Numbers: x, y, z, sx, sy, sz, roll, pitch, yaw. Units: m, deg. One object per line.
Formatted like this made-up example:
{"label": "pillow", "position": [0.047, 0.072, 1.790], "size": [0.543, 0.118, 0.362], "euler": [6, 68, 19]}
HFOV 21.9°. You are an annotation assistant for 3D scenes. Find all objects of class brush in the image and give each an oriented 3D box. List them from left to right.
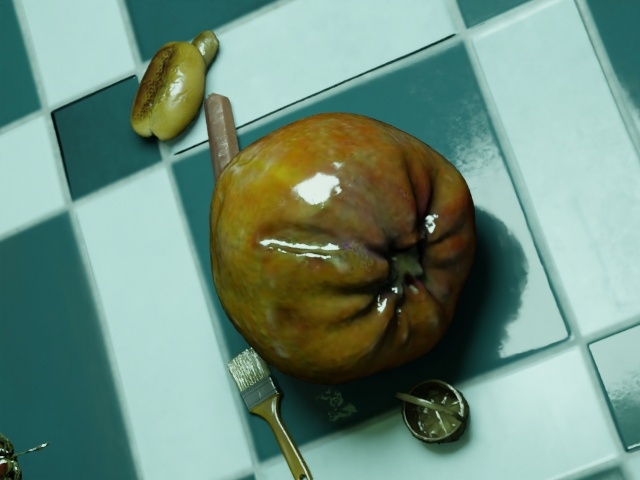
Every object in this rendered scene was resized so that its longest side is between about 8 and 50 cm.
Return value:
{"label": "brush", "position": [-0.049, 0.192, 1.764], "size": [0.043, 0.014, 0.170], "euler": [-33, 67, 11]}

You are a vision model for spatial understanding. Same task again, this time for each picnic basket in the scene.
{"label": "picnic basket", "position": [0.111, 0.171, 1.671], "size": [0.072, 0.083, 0.072], "euler": [-5, 73, 18]}

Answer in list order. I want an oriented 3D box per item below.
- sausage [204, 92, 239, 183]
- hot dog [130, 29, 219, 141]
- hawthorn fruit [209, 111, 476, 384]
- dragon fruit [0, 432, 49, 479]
{"label": "sausage", "position": [-0.108, -0.099, 1.856], "size": [0.030, 0.035, 0.147], "euler": [-24, 65, 34]}
{"label": "hot dog", "position": [-0.165, -0.178, 1.886], "size": [0.090, 0.060, 0.140], "euler": [0, 72, 48]}
{"label": "hawthorn fruit", "position": [0.000, 0.000, 1.676], "size": [0.298, 0.277, 0.277], "euler": [25, 84, 52]}
{"label": "dragon fruit", "position": [-0.409, 0.270, 1.765], "size": [0.293, 0.234, 0.233], "euler": [-15, 70, 20]}
